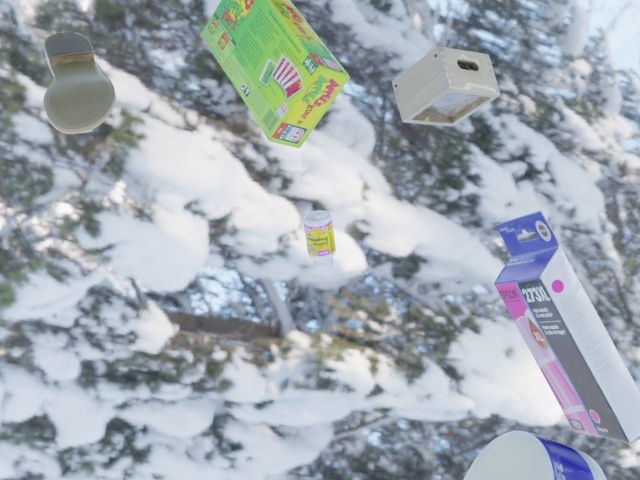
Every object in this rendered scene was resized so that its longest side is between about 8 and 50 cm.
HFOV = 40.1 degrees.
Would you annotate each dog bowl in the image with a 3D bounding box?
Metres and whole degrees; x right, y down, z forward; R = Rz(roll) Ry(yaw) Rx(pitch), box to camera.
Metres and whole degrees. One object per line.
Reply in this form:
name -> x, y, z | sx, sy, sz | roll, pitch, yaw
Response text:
dog bowl -> 0.304, 0.422, 1.301 | 0.265, 0.104, 0.265 | -57, -161, 31

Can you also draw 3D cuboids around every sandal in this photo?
sandal -> -0.312, -0.179, 1.135 | 0.240, 0.088, 0.079 | -115, -159, -45

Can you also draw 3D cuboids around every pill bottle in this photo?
pill bottle -> 0.000, 0.000, 1.307 | 0.043, 0.043, 0.083 | -126, -156, -60

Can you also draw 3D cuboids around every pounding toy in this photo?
pounding toy -> 0.194, -0.242, 1.355 | 0.130, 0.141, 0.100 | -31, -114, 50

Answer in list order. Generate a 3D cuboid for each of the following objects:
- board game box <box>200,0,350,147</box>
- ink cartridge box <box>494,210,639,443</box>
board game box -> -0.051, -0.189, 0.894 | 0.092, 0.043, 0.181 | -52, -128, 26
ink cartridge box -> 0.379, 0.138, 1.388 | 0.371, 0.069, 0.176 | 64, -13, 0
